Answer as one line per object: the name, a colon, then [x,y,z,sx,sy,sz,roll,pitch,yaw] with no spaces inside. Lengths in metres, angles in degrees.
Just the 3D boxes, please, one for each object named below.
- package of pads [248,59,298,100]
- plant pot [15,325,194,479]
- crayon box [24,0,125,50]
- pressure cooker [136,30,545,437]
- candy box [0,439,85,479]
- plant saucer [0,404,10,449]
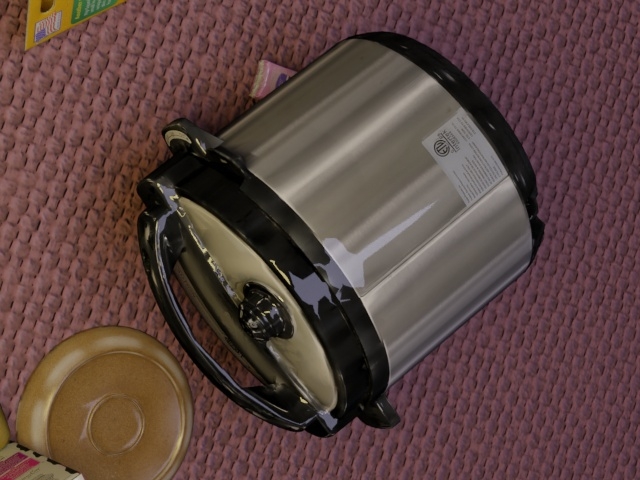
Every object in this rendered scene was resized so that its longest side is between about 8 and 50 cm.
package of pads: [-0.047,-0.192,2.159,0.083,0.032,0.050,18,87,-32]
plant pot: [-0.251,0.221,2.063,0.236,0.032,0.236,-3,96,-32]
crayon box: [-0.217,-0.365,1.936,0.323,0.203,0.083,-32,72,-27]
pressure cooker: [0.001,-0.002,1.996,0.420,0.370,0.375,-40,149,-21]
candy box: [-0.308,0.320,1.916,0.071,0.233,0.159,-33,111,-26]
plant saucer: [-0.511,0.127,1.826,0.333,0.081,0.332,-22,98,-33]
